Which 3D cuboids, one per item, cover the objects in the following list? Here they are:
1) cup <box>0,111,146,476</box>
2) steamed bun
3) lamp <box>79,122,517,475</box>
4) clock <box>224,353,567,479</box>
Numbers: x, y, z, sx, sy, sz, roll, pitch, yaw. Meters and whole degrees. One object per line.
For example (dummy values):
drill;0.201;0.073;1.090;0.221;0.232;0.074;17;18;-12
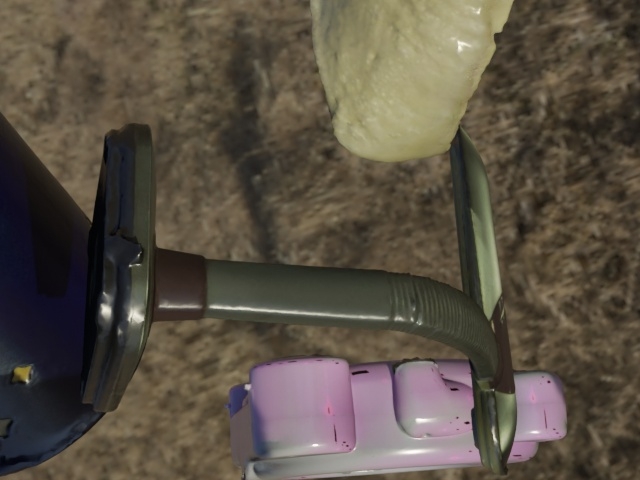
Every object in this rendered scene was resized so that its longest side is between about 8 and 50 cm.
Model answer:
cup;-0.272;0.013;0.822;0.178;0.255;0.256;-103;-15;-46
steamed bun;0.062;-0.176;0.620;0.110;0.231;0.212;23;130;1
lamp;0.005;-0.003;0.722;0.124;0.283;0.203;-42;44;48
clock;0.055;0.142;1.117;0.227;0.248;0.090;130;138;-76
